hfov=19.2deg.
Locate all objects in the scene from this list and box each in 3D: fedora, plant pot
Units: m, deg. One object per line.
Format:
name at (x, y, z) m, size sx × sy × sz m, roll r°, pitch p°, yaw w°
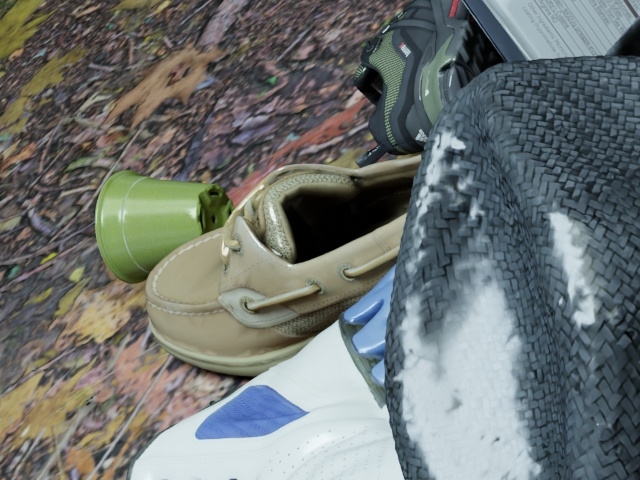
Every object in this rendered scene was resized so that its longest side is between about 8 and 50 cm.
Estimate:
fedora at (0.122, 0.040, 0.738) m, size 0.334 × 0.152 × 0.334 m, roll -19°, pitch 68°, yaw 60°
plant pot at (-0.106, -0.013, 1.365) m, size 0.079 × 0.083 × 0.083 m, roll -5°, pitch 42°, yaw 30°

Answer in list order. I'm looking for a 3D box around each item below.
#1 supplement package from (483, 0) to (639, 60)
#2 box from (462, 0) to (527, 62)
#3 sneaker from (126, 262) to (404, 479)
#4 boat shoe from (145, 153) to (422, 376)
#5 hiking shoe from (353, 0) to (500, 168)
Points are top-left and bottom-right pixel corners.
supplement package at (0.226, -0.169, 1.029) m, size 0.262 × 0.198 × 0.199 m, roll -37°, pitch 26°, yaw 7°
box at (0.140, -0.220, 1.263) m, size 0.093 × 0.156 × 0.158 m, roll -22°, pitch 32°, yaw 30°
sneaker at (0.002, 0.141, 0.924) m, size 0.182 × 0.127 × 0.315 m, roll -31°, pitch 19°, yaw 11°
boat shoe at (0.000, 0.000, 1.160) m, size 0.341 × 0.110 × 0.122 m, roll -11°, pitch 39°, yaw 44°
hiking shoe at (0.072, -0.144, 1.312) m, size 0.114 × 0.086 × 0.227 m, roll -21°, pitch 33°, yaw 27°
